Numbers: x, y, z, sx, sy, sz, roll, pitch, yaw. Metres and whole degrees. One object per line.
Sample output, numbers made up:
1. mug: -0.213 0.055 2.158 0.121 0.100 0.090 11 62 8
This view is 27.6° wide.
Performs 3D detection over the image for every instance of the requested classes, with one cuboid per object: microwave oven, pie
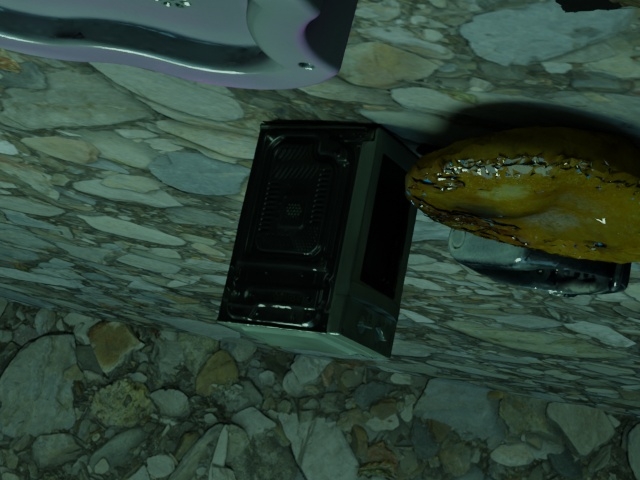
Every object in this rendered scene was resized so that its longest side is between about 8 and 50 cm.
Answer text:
1. microwave oven: 0.000 0.000 1.284 0.162 0.208 0.122 4 165 29
2. pie: 0.202 -0.040 1.209 0.274 0.069 0.273 10 161 3

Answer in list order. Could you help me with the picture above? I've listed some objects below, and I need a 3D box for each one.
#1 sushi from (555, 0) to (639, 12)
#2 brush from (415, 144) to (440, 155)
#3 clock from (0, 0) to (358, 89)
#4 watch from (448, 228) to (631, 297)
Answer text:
1. sushi: 0.193 -0.167 0.751 0.220 0.047 0.231 3 165 35
2. brush: 0.177 -0.060 1.300 0.193 0.016 0.063 18 165 -28
3. clock: -0.139 -0.193 0.817 0.339 0.102 0.338 11 168 2
4. watch: 0.259 0.019 1.468 0.193 0.068 0.206 15 171 -30
